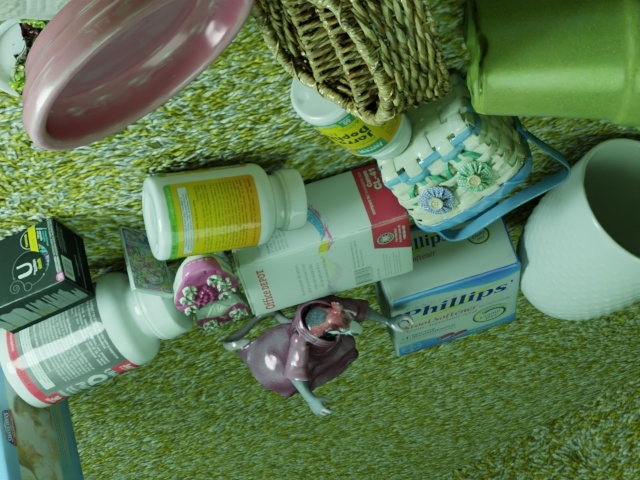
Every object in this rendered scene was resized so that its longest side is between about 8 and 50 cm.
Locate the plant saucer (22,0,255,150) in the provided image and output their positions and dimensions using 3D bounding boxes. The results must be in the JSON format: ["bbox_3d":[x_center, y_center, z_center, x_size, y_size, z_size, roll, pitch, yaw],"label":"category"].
[{"bbox_3d":[-0.232,-0.241,1.480,0.332,0.084,0.332,-36,174,-5],"label":"plant saucer"}]

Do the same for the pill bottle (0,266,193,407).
[{"bbox_3d":[-0.395,0.161,2.153,0.319,0.176,0.176,-25,152,13],"label":"pill bottle"}]

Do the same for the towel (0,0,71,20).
[{"bbox_3d":[-0.333,-0.313,1.361,0.187,0.049,0.282,-7,167,-12],"label":"towel"}]

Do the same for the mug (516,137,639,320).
[{"bbox_3d":[0.557,-0.018,2.342,0.374,0.276,0.328,-38,172,-36],"label":"mug"}]

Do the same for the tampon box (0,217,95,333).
[{"bbox_3d":[-0.470,0.059,1.977,0.161,0.120,0.101,-24,153,10],"label":"tampon box"}]

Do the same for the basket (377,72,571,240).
[{"bbox_3d":[0.236,-0.116,1.988,0.255,0.201,0.289,-34,139,27],"label":"basket"}]

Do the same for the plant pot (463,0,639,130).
[{"bbox_3d":[0.340,-0.278,1.724,0.254,0.276,0.276,-5,152,-1],"label":"plant pot"}]

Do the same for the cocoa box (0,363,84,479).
[{"bbox_3d":[-0.603,0.358,2.207,0.228,0.347,0.231,-28,152,17],"label":"cocoa box"}]

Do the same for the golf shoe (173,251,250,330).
[{"bbox_3d":[-0.203,0.059,2.097,0.115,0.140,0.306,-18,162,-3],"label":"golf shoe"}]

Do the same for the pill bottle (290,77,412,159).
[{"bbox_3d":[0.054,-0.195,1.823,0.118,0.117,0.208,-28,152,20],"label":"pill bottle"}]

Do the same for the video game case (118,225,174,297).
[{"bbox_3d":[-0.293,0.036,2.040,0.011,0.122,0.087,-35,148,31],"label":"video game case"}]

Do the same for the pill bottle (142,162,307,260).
[{"bbox_3d":[-0.152,-0.051,1.946,0.246,0.136,0.136,-9,152,-18],"label":"pill bottle"}]

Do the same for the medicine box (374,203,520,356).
[{"bbox_3d":[0.248,0.083,2.427,0.264,0.149,0.289,-17,154,-2],"label":"medicine box"}]

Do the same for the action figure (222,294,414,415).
[{"bbox_3d":[-0.007,0.170,2.320,0.248,0.276,0.370,-42,169,-22],"label":"action figure"}]

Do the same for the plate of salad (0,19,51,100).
[{"bbox_3d":[-0.340,-0.237,1.584,0.200,0.048,0.200,-13,152,-7],"label":"plate of salad"}]

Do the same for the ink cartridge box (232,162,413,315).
[{"bbox_3d":[0.000,0.000,2.142,0.306,0.131,0.226,-15,153,-2],"label":"ink cartridge box"}]

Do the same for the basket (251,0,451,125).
[{"bbox_3d":[0.030,-0.270,1.565,0.223,0.213,0.299,-21,153,4],"label":"basket"}]
